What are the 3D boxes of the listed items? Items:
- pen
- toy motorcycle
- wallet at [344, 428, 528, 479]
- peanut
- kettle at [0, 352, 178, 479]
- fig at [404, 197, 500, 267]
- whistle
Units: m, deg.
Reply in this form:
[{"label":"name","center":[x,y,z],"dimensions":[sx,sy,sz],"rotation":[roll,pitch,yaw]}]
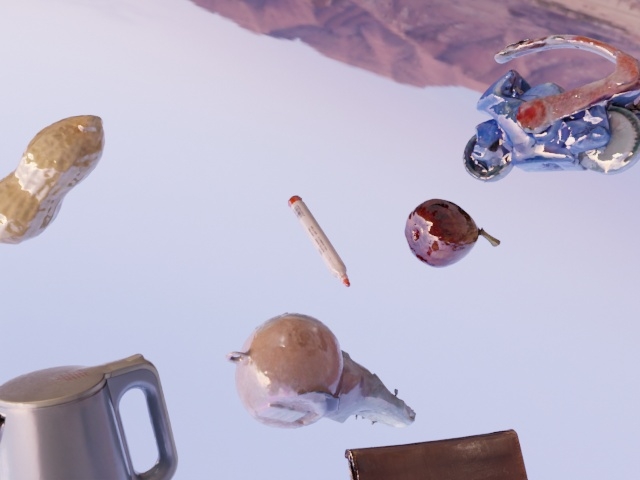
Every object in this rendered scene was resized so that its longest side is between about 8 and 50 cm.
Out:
[{"label":"pen","center":[0.000,0.000,1.089],"dimensions":[0.026,0.026,0.218],"rotation":[7,-149,-31]},{"label":"toy motorcycle","center":[0.400,-0.218,1.260],"dimensions":[0.319,0.241,0.182],"rotation":[0,146,38]},{"label":"wallet","center":[0.114,0.232,0.699],"dimensions":[0.176,0.026,0.095],"rotation":[-2,-112,-20]},{"label":"peanut","center":[-0.318,-0.074,0.864],"dimensions":[0.082,0.187,0.082],"rotation":[39,-175,-4]},{"label":"kettle","center":[-0.256,0.261,0.829],"dimensions":[0.211,0.243,0.160],"rotation":[-9,-168,-32]},{"label":"fig","center":[0.174,-0.011,0.959],"dimensions":[0.125,0.088,0.089],"rotation":[-2,-155,-28]},{"label":"whistle","center":[0.005,0.218,1.185],"dimensions":[0.348,0.189,0.189],"rotation":[24,-167,-27]}]
